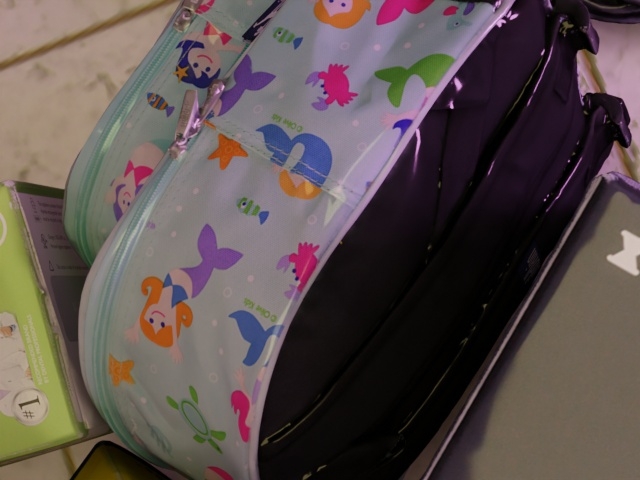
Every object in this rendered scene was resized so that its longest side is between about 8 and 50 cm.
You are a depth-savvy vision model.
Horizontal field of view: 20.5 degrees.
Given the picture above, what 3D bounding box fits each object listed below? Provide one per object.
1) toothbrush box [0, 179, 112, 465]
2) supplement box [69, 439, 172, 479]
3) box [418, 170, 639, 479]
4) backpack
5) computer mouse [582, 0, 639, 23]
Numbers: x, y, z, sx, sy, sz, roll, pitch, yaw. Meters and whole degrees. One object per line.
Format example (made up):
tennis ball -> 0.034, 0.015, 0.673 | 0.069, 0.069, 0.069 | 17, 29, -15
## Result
toothbrush box -> -0.230, 0.070, 0.861 | 0.283, 0.206, 0.122 | -18, 86, 9
supplement box -> -0.058, 0.230, 0.719 | 0.194, 0.356, 0.195 | 36, 84, -8
box -> 0.203, 0.122, 0.742 | 0.296, 0.294, 0.183 | 30, 93, 10
backpack -> 0.000, 0.000, 0.796 | 0.191, 0.225, 0.253 | 21, 76, 24
computer mouse -> 0.224, -0.230, 0.849 | 0.188, 0.072, 0.272 | 10, 87, -4
